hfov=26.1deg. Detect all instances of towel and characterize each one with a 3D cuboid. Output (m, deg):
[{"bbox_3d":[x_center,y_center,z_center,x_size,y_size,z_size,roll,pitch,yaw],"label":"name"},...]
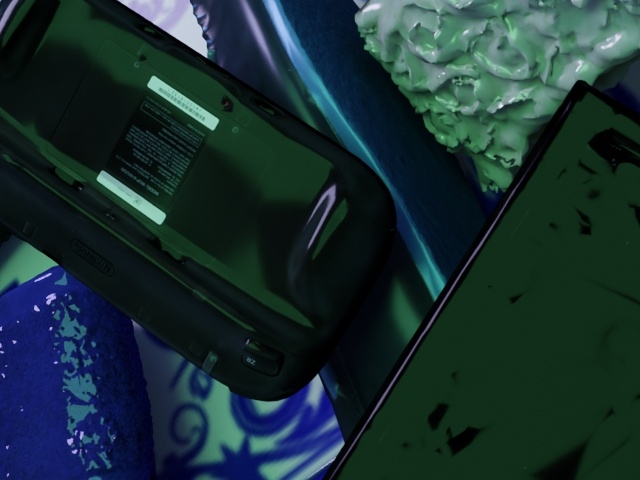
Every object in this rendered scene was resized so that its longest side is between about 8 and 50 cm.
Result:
[{"bbox_3d":[-0.150,0.188,0.697,0.228,0.076,0.308,-27,67,30],"label":"towel"}]

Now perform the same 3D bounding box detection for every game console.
[{"bbox_3d":[0.004,0.006,0.530,0.361,0.044,0.213,34,94,17],"label":"game console"}]

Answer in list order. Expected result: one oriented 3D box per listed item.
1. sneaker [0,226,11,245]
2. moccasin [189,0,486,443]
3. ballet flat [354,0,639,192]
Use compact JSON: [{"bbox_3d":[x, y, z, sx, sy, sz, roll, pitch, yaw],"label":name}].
[{"bbox_3d":[-0.210,-0.025,0.780,0.209,0.069,0.082,-48,56,12],"label":"sneaker"},{"bbox_3d":[0.000,0.000,0.612,0.117,0.138,0.342,-36,62,24],"label":"moccasin"},{"bbox_3d":[0.182,-0.107,0.495,0.409,0.147,0.147,-16,69,51],"label":"ballet flat"}]
